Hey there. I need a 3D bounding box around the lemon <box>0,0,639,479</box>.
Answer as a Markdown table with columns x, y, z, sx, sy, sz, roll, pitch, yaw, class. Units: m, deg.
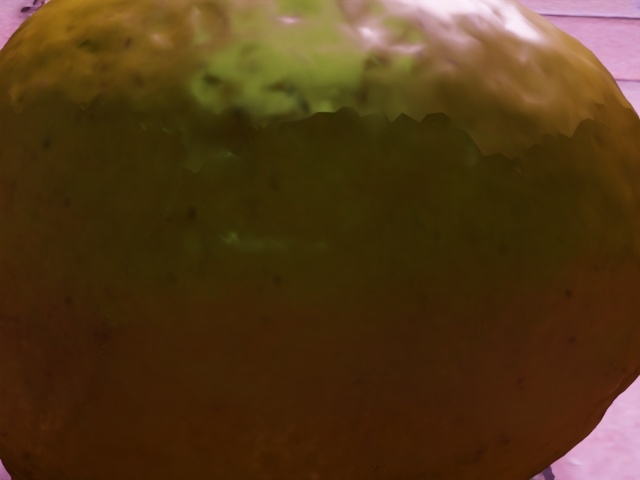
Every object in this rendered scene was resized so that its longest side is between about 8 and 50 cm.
| x | y | z | sx | sy | sz | roll | pitch | yaw | class |
| --- | --- | --- | --- | --- | --- | --- | --- | --- | --- |
| -0.008 | -0.001 | 0.850 | 0.316 | 0.285 | 0.285 | -28 | 22 | 11 | lemon |
